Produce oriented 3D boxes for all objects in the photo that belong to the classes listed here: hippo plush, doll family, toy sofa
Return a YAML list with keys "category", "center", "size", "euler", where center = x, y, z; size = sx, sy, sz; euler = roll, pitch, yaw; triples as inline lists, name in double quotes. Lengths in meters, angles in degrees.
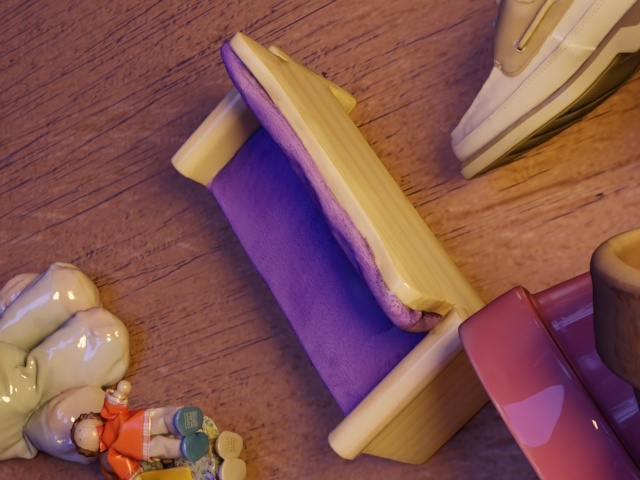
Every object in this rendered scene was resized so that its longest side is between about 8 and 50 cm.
- category: "hippo plush"
  center: [-0.365, 0.122, 1.279]
  size: [0.294, 0.236, 0.234]
  euler: [-22, 61, 35]
- category: "doll family"
  center: [-0.144, 0.253, 1.140]
  size: [0.163, 0.118, 0.263]
  euler: [-7, 88, 34]
- category: "toy sofa"
  center: [0.000, 0.000, 1.040]
  size: [0.150, 0.177, 0.362]
  euler: [-47, 50, 18]

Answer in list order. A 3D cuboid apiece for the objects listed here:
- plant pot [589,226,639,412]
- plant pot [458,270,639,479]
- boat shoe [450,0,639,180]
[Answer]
- category: "plant pot"
  center: [0.266, 0.114, 0.615]
  size: [0.263, 0.263, 0.229]
  euler: [7, 102, 43]
- category: "plant pot"
  center: [0.217, 0.090, 0.814]
  size: [0.180, 0.201, 0.201]
  euler: [-34, 53, 9]
- category: "boat shoe"
  center: [0.185, -0.157, 0.926]
  size: [0.103, 0.113, 0.302]
  euler: [55, 137, 9]
